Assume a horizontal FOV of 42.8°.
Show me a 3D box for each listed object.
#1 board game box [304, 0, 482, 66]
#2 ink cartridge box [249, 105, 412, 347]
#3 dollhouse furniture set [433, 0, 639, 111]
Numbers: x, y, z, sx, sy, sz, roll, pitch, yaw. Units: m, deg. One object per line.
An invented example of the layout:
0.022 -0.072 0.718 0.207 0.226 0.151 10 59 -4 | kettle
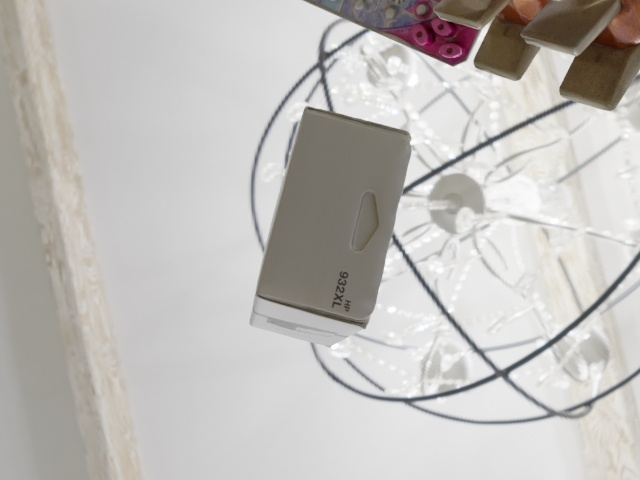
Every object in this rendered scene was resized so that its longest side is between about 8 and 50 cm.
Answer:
0.078 -0.468 0.999 0.390 0.050 0.390 27 -72 12 | board game box
0.000 0.000 1.003 0.129 0.307 0.223 15 -103 -3 | ink cartridge box
0.135 -0.190 0.398 0.135 0.262 0.259 -54 -136 -3 | dollhouse furniture set
